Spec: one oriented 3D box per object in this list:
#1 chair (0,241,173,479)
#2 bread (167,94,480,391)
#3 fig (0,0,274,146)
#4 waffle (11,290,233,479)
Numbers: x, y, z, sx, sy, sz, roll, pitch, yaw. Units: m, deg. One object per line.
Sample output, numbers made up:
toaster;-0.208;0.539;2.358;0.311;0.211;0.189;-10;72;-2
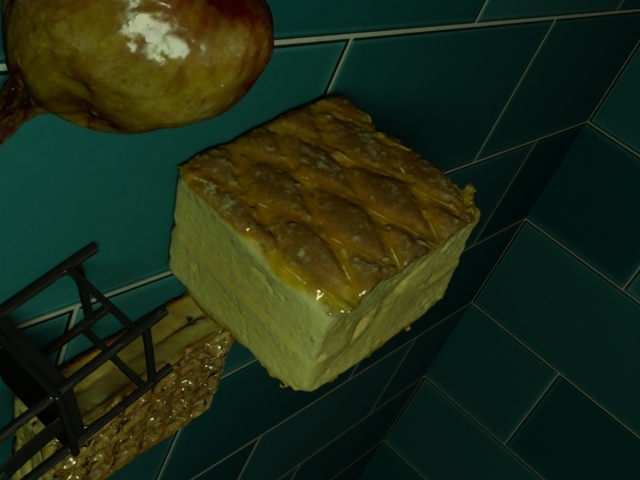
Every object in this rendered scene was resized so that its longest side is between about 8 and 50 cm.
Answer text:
chair;-0.295;0.151;0.887;0.260;0.141;0.154;-39;155;-30
bread;0.000;0.000;1.037;0.279;0.279;0.207;-34;156;-38
fig;-0.180;-0.134;0.624;0.290;0.190;0.190;-34;157;-3
waffle;-0.261;0.215;1.125;0.308;0.091;0.212;-30;151;-40
